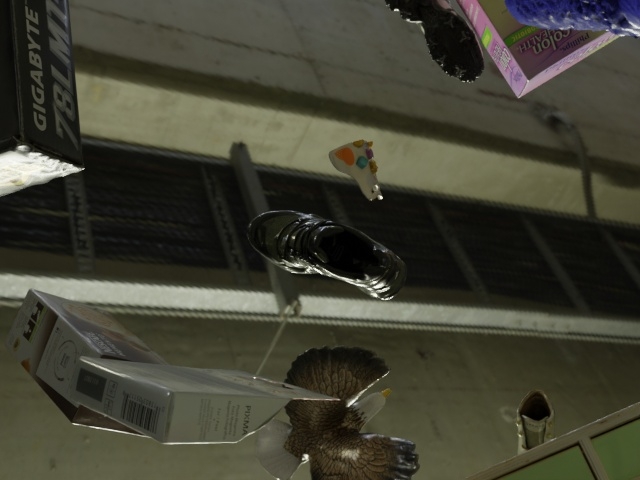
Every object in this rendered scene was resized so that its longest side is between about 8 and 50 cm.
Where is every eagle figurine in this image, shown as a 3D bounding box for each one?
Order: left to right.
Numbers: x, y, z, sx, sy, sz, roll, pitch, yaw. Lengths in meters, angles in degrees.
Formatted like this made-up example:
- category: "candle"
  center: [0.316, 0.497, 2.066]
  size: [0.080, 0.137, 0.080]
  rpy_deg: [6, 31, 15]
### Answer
- category: "eagle figurine"
  center: [0.030, 0.296, 1.336]
  size: [0.226, 0.298, 0.225]
  rpy_deg: [24, -104, 1]

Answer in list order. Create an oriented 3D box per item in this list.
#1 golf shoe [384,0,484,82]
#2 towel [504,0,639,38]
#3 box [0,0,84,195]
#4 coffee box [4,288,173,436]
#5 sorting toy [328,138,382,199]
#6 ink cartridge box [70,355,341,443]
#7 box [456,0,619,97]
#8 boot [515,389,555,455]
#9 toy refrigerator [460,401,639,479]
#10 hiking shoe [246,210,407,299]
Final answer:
- category: "golf shoe"
  center: [0.190, -0.327, 1.283]
  size: [0.198, 0.077, 0.094]
  rpy_deg: [54, -145, 9]
- category: "towel"
  center: [0.201, -0.160, 0.287]
  size: [0.076, 0.227, 0.308]
  rpy_deg: [48, -178, -20]
- category: "box"
  center: [-0.316, -0.153, 0.589]
  size: [0.073, 0.293, 0.295]
  rpy_deg: [25, -126, -66]
- category: "coffee box"
  center: [-0.320, 0.168, 1.178]
  size: [0.141, 0.098, 0.246]
  rpy_deg: [24, -179, -42]
- category: "sorting toy"
  center: [0.055, -0.085, 1.060]
  size: [0.075, 0.045, 0.083]
  rpy_deg: [66, -161, 4]
- category: "ink cartridge box"
  center: [-0.124, 0.176, 0.925]
  size: [0.232, 0.066, 0.189]
  rpy_deg: [19, 171, -43]
- category: "box"
  center: [0.305, -0.360, 1.153]
  size: [0.243, 0.213, 0.117]
  rpy_deg: [59, -176, 6]
- category: "boot"
  center: [0.376, 0.383, 1.476]
  size: [0.077, 0.165, 0.213]
  rpy_deg: [1, -150, 17]
- category: "toy refrigerator"
  center: [0.286, 0.271, 0.943]
  size: [0.094, 0.269, 0.102]
  rpy_deg: [32, -147, -62]
- category: "hiking shoe"
  center: [0.000, 0.000, 1.085]
  size: [0.227, 0.114, 0.086]
  rpy_deg: [17, -107, 21]
